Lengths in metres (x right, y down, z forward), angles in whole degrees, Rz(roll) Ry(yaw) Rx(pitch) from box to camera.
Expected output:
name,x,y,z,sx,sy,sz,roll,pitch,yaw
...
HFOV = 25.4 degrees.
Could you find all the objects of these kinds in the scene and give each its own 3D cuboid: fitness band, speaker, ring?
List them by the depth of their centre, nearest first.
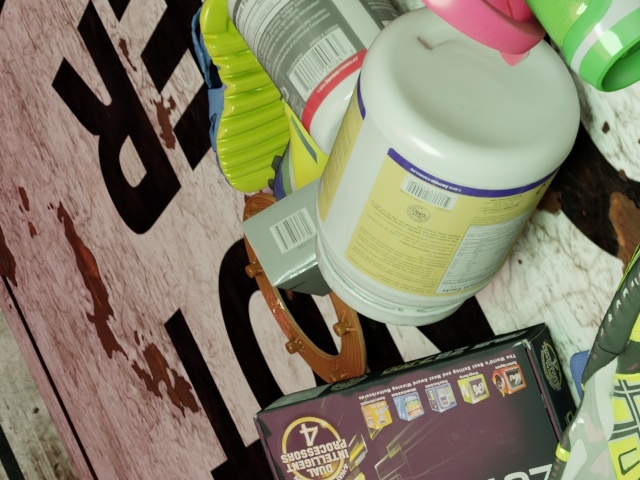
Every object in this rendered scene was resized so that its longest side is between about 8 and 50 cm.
name,x,y,z,sx,sy,sz,roll,pitch,yaw
speaker,0.232,-0.291,1.387,0.296,0.131,0.131,58,150,20
fitness band,0.139,-0.288,1.439,0.054,0.209,0.291,-40,29,24
ring,-0.035,0.084,2.169,0.336,0.032,0.336,48,155,31

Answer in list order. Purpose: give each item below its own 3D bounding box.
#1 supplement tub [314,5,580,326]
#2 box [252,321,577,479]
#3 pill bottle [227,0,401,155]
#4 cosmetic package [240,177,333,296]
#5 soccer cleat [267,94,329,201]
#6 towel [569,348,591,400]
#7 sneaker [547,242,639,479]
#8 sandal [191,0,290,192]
name,x,y,z,sx,sy,sz,roll,pitch,yaw
supplement tub,0.128,-0.074,1.598,0.241,0.241,0.331,55,150,23
box,0.144,0.307,1.774,0.395,0.097,0.318,-18,95,26
pill bottle,-0.006,-0.274,1.763,0.318,0.176,0.176,57,150,21
cosmetic package,0.000,0.000,1.877,0.107,0.127,0.238,62,-167,15
soccer cleat,0.002,-0.136,1.951,0.121,0.093,0.289,40,143,22
towel,0.411,0.219,1.533,0.336,0.040,0.243,-18,91,61
sneaker,0.348,0.143,1.461,0.147,0.145,0.385,21,126,17
sandal,-0.118,-0.226,2.075,0.138,0.126,0.317,-139,41,-62
